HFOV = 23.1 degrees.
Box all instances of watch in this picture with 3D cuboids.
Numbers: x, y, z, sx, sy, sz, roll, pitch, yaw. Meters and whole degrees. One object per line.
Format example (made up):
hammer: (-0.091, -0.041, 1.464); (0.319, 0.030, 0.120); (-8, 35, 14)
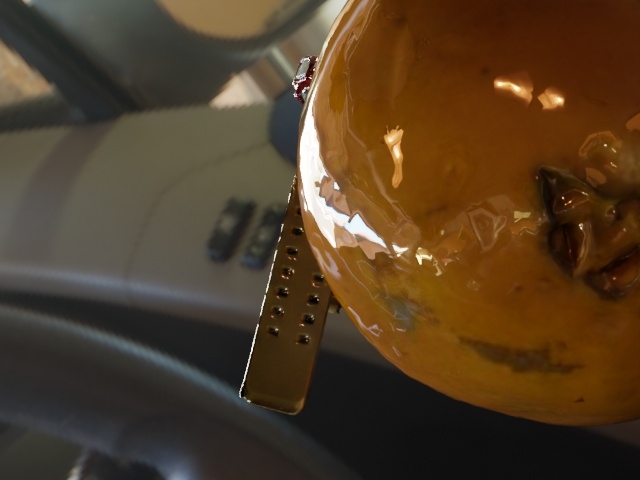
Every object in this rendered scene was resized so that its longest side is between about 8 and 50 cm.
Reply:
watch: (0.002, -0.006, 1.133); (0.165, 0.102, 0.268); (65, -141, -81)

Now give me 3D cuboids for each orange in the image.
orange: (0.139, -0.046, 0.905); (0.312, 0.312, 0.312); (-35, 15, 11)
